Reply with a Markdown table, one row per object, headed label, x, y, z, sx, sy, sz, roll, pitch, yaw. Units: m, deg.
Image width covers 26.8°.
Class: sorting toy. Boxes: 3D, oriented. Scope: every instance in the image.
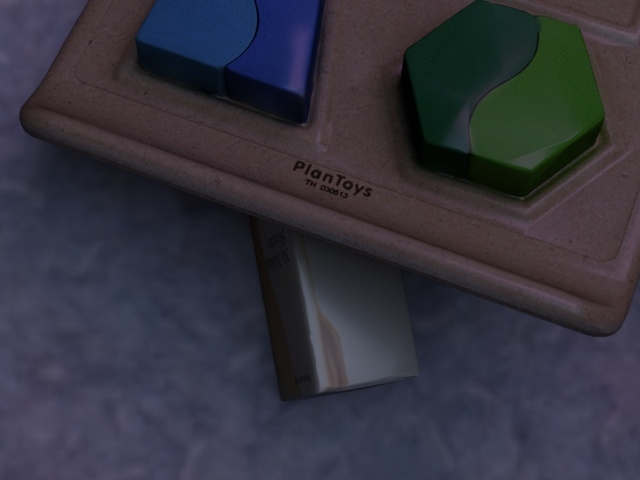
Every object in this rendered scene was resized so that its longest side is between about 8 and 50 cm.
| label | x | y | z | sx | sy | sz | roll | pitch | yaw |
| --- | --- | --- | --- | --- | --- | --- | --- | --- | --- |
| sorting toy | 0.079 | -0.079 | 0.468 | 0.307 | 0.041 | 0.229 | 20 | 61 | 9 |

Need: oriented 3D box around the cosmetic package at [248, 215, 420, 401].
| label | x | y | z | sx | sy | sz | roll | pitch | yaw |
| --- | --- | --- | --- | --- | --- | --- | --- | --- | --- |
| cosmetic package | 0.000 | 0.000 | 0.501 | 0.041 | 0.060 | 0.115 | -8 | 81 | -16 |
